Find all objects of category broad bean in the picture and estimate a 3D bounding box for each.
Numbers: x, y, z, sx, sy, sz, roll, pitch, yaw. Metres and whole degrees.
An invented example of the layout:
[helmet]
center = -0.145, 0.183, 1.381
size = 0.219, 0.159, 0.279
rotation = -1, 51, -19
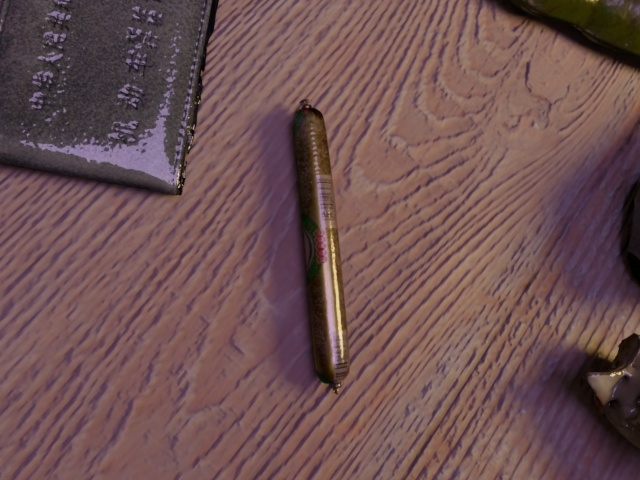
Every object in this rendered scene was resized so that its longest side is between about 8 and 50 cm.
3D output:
[broad bean]
center = 0.319, -0.275, 0.571
size = 0.338, 0.061, 0.077
rotation = 15, 84, -13

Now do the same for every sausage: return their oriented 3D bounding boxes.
[sausage]
center = 0.001, 0.000, 0.441
size = 0.032, 0.033, 0.269
rotation = -3, 82, -18

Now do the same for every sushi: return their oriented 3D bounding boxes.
[sushi]
center = 0.367, 0.189, 0.497
size = 0.272, 0.109, 0.134
rotation = 20, 79, 2

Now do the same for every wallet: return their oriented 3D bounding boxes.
[wallet]
center = -0.181, -0.157, 0.410
size = 0.167, 0.036, 0.222
rotation = 11, 78, -15

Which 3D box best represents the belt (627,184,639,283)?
[belt]
center = 0.484, -0.041, 0.530
size = 0.289, 0.164, 0.184
rotation = -32, 96, -17
